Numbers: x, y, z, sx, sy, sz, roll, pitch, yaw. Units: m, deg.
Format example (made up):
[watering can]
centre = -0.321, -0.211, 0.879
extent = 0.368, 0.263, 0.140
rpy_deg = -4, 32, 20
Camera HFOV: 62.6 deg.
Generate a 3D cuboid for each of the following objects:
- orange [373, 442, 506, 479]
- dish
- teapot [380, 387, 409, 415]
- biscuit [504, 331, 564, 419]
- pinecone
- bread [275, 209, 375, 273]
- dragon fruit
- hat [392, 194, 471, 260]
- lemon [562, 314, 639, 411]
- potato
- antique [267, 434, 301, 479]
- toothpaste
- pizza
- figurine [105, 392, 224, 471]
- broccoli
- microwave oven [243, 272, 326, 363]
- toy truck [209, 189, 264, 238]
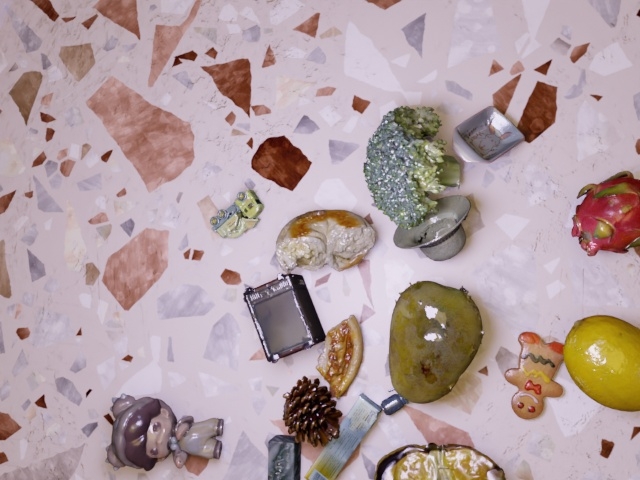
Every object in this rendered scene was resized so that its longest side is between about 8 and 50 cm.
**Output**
[orange]
centre = 0.335, 0.721, 1.479
extent = 0.368, 0.210, 0.271
rpy_deg = -6, 59, 11
[dish]
centre = 0.489, -0.300, 1.592
extent = 0.234, 0.064, 0.154
rpy_deg = -32, 75, -27
[teapot]
centre = 0.227, 0.497, 1.623
extent = 0.083, 0.063, 0.049
rpy_deg = -31, 110, 2
[biscuit]
centre = 0.629, 0.403, 1.539
extent = 0.165, 0.036, 0.250
rpy_deg = 18, 88, 16
[pinecone]
centre = -0.025, 0.530, 1.590
extent = 0.168, 0.185, 0.212
rpy_deg = -22, 42, -16
[bread]
centre = -0.005, -0.001, 1.652
extent = 0.314, 0.171, 0.192
rpy_deg = -16, 37, -16
[dragon fruit]
centre = 0.819, -0.069, 1.465
extent = 0.227, 0.224, 0.224
rpy_deg = -20, 80, 13
[hat]
centre = 0.359, -0.012, 1.587
extent = 0.257, 0.257, 0.130
rpy_deg = -32, 111, 8
[lemon]
centre = 0.785, 0.328, 1.411
extent = 0.236, 0.236, 0.263
rpy_deg = -34, 61, 8
[potato]
centre = 0.332, 0.301, 1.532
extent = 0.270, 0.219, 0.359
rpy_deg = 9, 93, 23
[antique]
centre = -0.113, 0.716, 1.653
extent = 0.088, 0.086, 0.183
rpy_deg = -2, 83, 14
[toothpaste]
centre = 0.071, 0.625, 1.629
extent = 0.089, 0.071, 0.313
rpy_deg = 35, 93, 17
[pizza]
centre = 0.066, 0.362, 1.650
extent = 0.134, 0.056, 0.271
rpy_deg = 20, 91, -16
[figurine]
centre = -0.506, 0.628, 1.713
extent = 0.380, 0.203, 0.248
rpy_deg = 4, 91, 2
[broccoli]
centre = 0.264, -0.232, 1.578
extent = 0.338, 0.317, 0.277
rpy_deg = 40, 135, 29
[microwave oven]
centre = -0.117, 0.245, 1.662
extent = 0.188, 0.178, 0.247
rpy_deg = -22, 79, 8
[toy truck]
centre = -0.275, -0.076, 1.782
extent = 0.191, 0.085, 0.116
rpy_deg = -41, 86, 9
